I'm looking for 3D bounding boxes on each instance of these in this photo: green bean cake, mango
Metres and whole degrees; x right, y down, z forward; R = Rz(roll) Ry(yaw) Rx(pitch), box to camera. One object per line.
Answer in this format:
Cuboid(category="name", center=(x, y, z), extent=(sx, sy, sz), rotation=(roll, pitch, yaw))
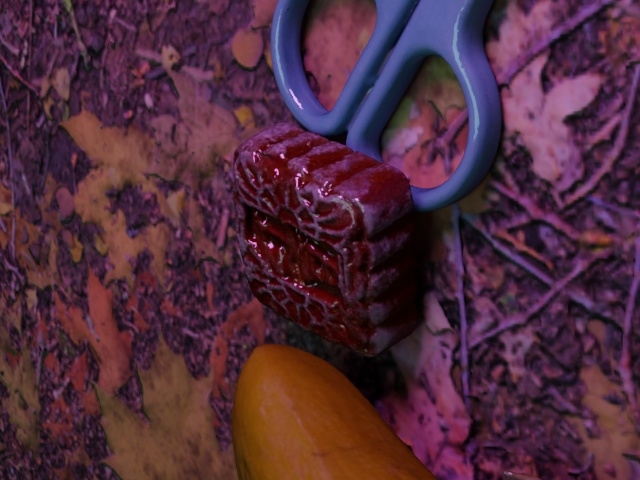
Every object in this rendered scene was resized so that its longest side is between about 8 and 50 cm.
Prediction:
Cuboid(category="green bean cake", center=(0.000, 0.000, 0.860), extent=(0.135, 0.056, 0.136), rotation=(27, 134, 41))
Cuboid(category="mango", center=(0.046, 0.219, 0.819), extent=(0.332, 0.142, 0.195), rotation=(54, 166, 43))

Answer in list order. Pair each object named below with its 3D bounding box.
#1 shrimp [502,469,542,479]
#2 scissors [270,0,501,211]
Cuboid(category="shrimp", center=(0.210, 0.255, 0.734), extent=(0.317, 0.077, 0.168), rotation=(45, 137, 27))
Cuboid(category="scissors", center=(0.104, -0.216, 0.743), extent=(0.192, 0.029, 0.447), rotation=(48, 129, 24))
